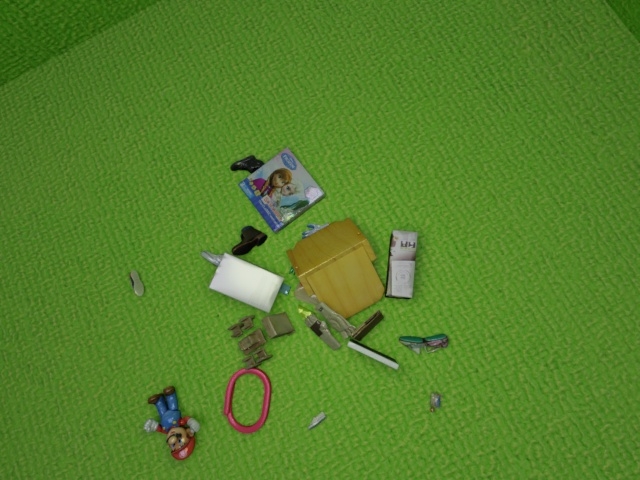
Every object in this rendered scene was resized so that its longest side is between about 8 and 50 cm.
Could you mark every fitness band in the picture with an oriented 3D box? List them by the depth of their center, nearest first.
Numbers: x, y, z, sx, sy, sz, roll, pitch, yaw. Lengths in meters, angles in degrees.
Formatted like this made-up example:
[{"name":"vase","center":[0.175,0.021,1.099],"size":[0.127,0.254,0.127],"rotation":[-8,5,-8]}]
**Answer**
[{"name":"fitness band","center":[-0.336,0.737,1.864],"size":[0.209,0.054,0.290],"rotation":[6,81,5]}]

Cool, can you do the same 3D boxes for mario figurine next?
[{"name":"mario figurine","center":[-0.673,0.830,1.816],"size":[0.198,0.170,0.320],"rotation":[-45,67,32]}]

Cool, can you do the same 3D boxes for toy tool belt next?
[{"name":"toy tool belt","center":[0.512,0.716,1.772],"size":[0.051,0.052,0.083],"rotation":[2,80,15]}]

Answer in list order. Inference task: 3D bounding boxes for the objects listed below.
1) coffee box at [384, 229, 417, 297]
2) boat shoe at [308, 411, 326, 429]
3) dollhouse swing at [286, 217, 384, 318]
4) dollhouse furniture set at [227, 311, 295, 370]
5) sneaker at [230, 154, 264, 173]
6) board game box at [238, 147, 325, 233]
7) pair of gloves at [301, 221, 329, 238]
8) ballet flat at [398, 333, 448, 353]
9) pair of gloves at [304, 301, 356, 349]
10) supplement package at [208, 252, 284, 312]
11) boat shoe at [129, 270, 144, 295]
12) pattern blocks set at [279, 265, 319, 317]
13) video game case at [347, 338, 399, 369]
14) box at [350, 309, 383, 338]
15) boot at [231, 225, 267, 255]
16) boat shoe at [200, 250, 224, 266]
[{"name":"coffee box","center":[0.366,0.116,1.838],"size":[0.119,0.168,0.297],"rotation":[6,80,7]},{"name":"boat shoe","center":[-0.020,0.816,1.824],"size":[0.100,0.035,0.035],"rotation":[-41,51,2]},{"name":"dollhouse swing","center":[0.083,0.142,1.894],"size":[0.347,0.305,0.315],"rotation":[-30,35,-2]},{"name":"dollhouse furniture set","center":[-0.268,0.446,1.879],"size":[0.242,0.161,0.212],"rotation":[-36,71,20]},{"name":"sneaker","center":[-0.374,-0.379,2.069],"size":[0.170,0.051,0.089],"rotation":[-27,73,-3]},{"name":"board game box","center":[-0.194,-0.252,2.019],"size":[0.318,0.066,0.318],"rotation":[-38,78,-2]},{"name":"pair of gloves","center":[0.000,0.000,1.974],"size":[0.159,0.023,0.198],"rotation":[-25,79,1]},{"name":"ballet flat","center":[0.467,0.470,1.817],"size":[0.221,0.077,0.079],"rotation":[-5,99,5]},{"name":"pair of gloves","center":[0.038,0.383,1.811],"size":[0.204,0.240,0.042],"rotation":[40,48,7]},{"name":"supplement package","center":[-0.339,0.193,1.864],"size":[0.293,0.175,0.177],"rotation":[25,83,-6]},{"name":"boat shoe","center":[-0.930,0.219,2.027],"size":[0.043,0.049,0.137],"rotation":[-32,77,43]},{"name":"pattern blocks set","center":[-0.020,0.235,1.929],"size":[0.325,0.026,0.285],"rotation":[31,83,11]},{"name":"video game case","center":[0.227,0.494,1.763],"size":[0.227,0.206,0.026],"rotation":[23,83,10]},{"name":"box","center":[0.213,0.381,1.790],"size":[0.164,0.201,0.021],"rotation":[-43,68,-3]},{"name":"boot","center":[-0.369,-0.001,1.947],"size":[0.106,0.219,0.082],"rotation":[38,128,20]},{"name":"boat shoe","center":[-0.479,0.104,1.986],"size":[0.226,0.083,0.076],"rotation":[33,77,-2]}]
